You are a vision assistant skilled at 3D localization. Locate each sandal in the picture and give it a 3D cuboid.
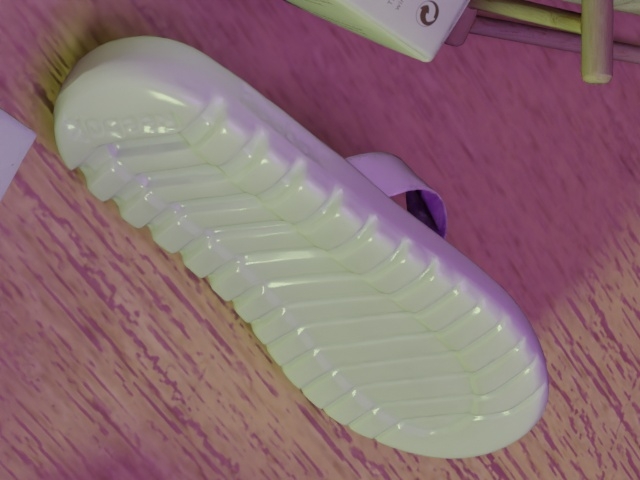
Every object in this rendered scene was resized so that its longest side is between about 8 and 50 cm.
[{"bbox_3d":[0.013,-0.004,1.215,0.416,0.169,0.102,45,43,-36],"label":"sandal"}]

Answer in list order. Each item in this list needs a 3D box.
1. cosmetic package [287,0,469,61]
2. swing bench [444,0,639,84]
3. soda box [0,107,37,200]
[{"bbox_3d":[-0.078,-0.252,1.004,0.365,0.197,0.155,30,91,-38],"label":"cosmetic package"},{"bbox_3d":[0.242,-0.221,1.244,0.253,0.165,0.255,6,100,-33],"label":"swing bench"},{"bbox_3d":[-0.243,0.014,1.056,0.074,0.069,0.216,36,75,-36],"label":"soda box"}]
